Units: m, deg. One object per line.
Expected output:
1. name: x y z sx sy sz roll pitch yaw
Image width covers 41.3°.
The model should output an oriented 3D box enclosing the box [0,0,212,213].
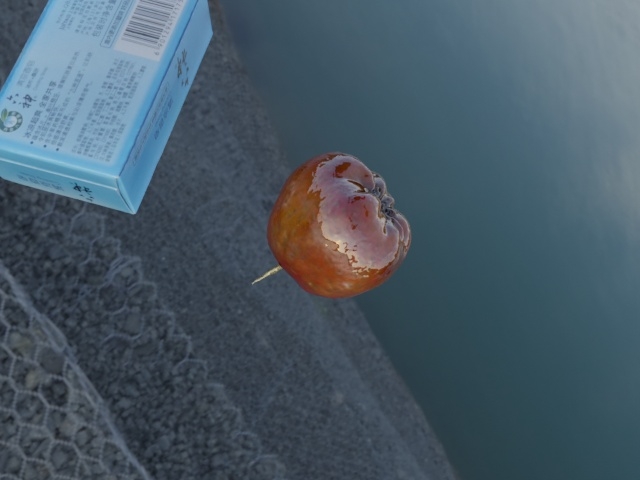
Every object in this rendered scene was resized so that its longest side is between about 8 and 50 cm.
1. box: -0.212 -0.155 0.831 0.143 0.083 0.232 15 68 6

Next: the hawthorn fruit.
1. hawthorn fruit: 0.013 -0.009 0.740 0.125 0.140 0.125 14 59 -24
